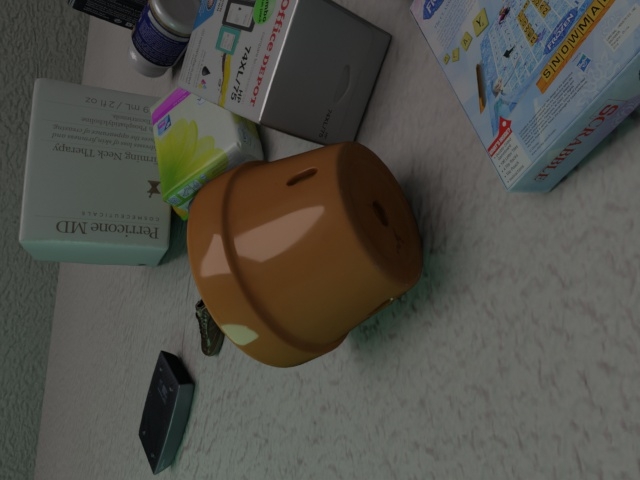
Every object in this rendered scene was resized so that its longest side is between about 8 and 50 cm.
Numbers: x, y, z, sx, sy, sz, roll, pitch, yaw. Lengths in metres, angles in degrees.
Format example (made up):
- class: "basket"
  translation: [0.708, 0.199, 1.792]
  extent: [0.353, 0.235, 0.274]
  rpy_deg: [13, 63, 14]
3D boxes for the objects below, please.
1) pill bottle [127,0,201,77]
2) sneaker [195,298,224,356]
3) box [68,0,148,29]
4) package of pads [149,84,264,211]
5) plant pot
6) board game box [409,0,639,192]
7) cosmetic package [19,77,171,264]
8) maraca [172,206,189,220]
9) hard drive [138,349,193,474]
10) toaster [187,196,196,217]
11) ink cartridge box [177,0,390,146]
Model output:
- class: "pill bottle"
  translation: [-0.449, -0.590, 1.483]
  extent: [0.264, 0.153, 0.153]
  rpy_deg: [-28, 62, 47]
- class: "sneaker"
  translation: [-0.248, 0.163, 1.137]
  extent: [0.066, 0.071, 0.189]
  rpy_deg: [24, 102, 52]
- class: "box"
  translation: [-0.513, -0.952, 1.517]
  extent: [0.471, 0.297, 0.480]
  rpy_deg: [-12, 74, 53]
- class: "package of pads"
  translation: [-0.254, -0.239, 1.147]
  extent: [0.229, 0.101, 0.297]
  rpy_deg: [-30, 58, 20]
- class: "plant pot"
  translation: [0.000, 0.000, 0.693]
  extent: [0.203, 0.291, 0.291]
  rpy_deg: [-26, 62, 30]
- class: "board game box"
  translation: [0.235, -0.268, 0.515]
  extent: [0.319, 0.065, 0.318]
  rpy_deg: [121, 140, -51]
- class: "cosmetic package"
  translation: [-0.568, -0.150, 1.360]
  extent: [0.327, 0.329, 0.394]
  rpy_deg: [155, 117, -65]
- class: "maraca"
  translation: [-0.311, -0.134, 1.260]
  extent: [0.127, 0.099, 0.186]
  rpy_deg: [-38, 43, 42]
- class: "hard drive"
  translation: [-0.384, 0.422, 1.284]
  extent: [0.172, 0.054, 0.255]
  rpy_deg: [35, 111, 51]
- class: "toaster"
  translation: [-0.173, -0.031, 1.033]
  extent: [0.227, 0.129, 0.147]
  rpy_deg: [-22, 70, 47]
- class: "ink cartridge box"
  translation: [-0.067, -0.293, 0.853]
  extent: [0.270, 0.197, 0.198]
  rpy_deg: [32, 108, 42]
